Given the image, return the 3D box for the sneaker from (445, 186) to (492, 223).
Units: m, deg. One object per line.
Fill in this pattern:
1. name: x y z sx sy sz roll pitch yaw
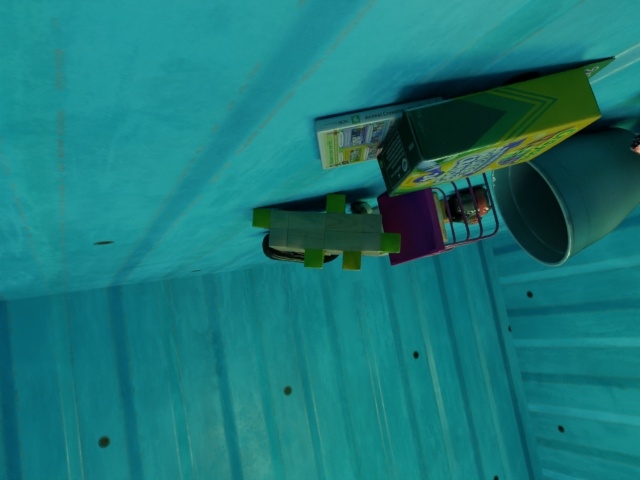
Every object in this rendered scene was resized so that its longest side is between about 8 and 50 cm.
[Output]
1. sneaker: 0.481 -0.105 1.572 0.134 0.098 0.276 -11 171 7

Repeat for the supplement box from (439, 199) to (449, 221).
1. supplement box: 0.350 -0.079 1.671 0.233 0.080 0.078 -12 171 33

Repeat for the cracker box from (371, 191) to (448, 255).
1. cracker box: 0.271 -0.048 1.481 0.232 0.156 0.067 -14 172 33

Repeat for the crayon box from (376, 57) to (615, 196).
1. crayon box: 0.270 -0.167 0.737 0.322 0.083 0.203 -16 173 -6

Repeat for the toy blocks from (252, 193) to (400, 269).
1. toy blocks: 0.024 -0.013 1.313 0.380 0.191 0.261 3 175 6

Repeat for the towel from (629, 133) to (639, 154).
1. towel: 0.724 -0.205 0.800 0.198 0.031 0.275 24 145 -13

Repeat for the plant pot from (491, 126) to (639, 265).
1. plant pot: 0.571 -0.117 1.042 0.255 0.272 0.272 -24 173 -4

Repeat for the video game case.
1. video game case: 0.091 -0.174 0.789 0.193 0.023 0.212 -11 174 1

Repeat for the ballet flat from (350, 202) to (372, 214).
1. ballet flat: 0.126 -0.086 1.422 0.070 0.070 0.188 -10 175 -1

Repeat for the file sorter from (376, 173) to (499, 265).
1. file sorter: 0.300 -0.063 1.234 0.182 0.202 0.290 -10 173 -15

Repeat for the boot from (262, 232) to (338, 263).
1. boot: 0.000 0.004 1.606 0.347 0.131 0.260 -4 170 -38
